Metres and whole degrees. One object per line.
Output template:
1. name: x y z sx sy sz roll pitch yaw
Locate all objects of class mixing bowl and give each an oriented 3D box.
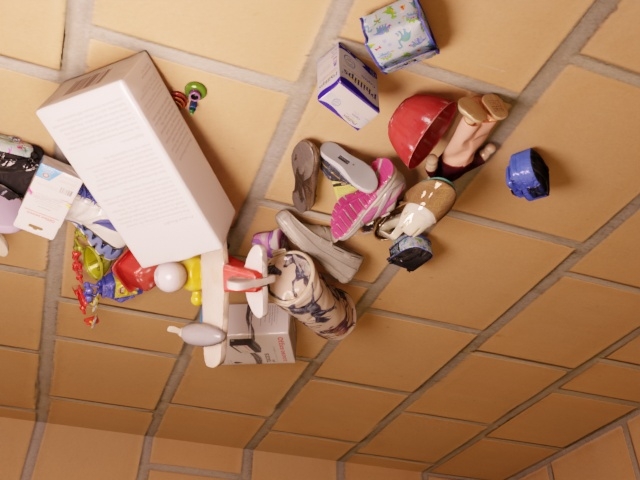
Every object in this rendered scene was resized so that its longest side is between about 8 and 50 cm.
1. mixing bowl: 0.218 -0.264 1.542 0.098 0.181 0.181 38 145 16

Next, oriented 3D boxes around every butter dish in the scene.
1. butter dish: -0.490 0.079 1.936 0.118 0.160 0.160 27 155 23

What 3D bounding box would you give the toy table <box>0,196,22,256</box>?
1. toy table: -0.925 -0.059 1.762 0.274 0.252 0.161 30 118 -22

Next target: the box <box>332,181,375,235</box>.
1. box: 0.092 -0.103 1.820 0.087 0.058 0.232 -8 142 10

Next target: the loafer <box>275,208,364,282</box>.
1. loafer: 0.000 0.000 1.937 0.111 0.112 0.319 -50 124 1

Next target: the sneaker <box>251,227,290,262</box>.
1. sneaker: -0.145 0.052 2.009 0.104 0.095 0.236 0 139 12

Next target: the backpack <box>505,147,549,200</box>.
1. backpack: 0.518 -0.165 1.703 0.101 0.098 0.120 -18 140 28

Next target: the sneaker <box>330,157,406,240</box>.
1. sneaker: 0.128 -0.087 1.710 0.111 0.103 0.252 21 124 -40

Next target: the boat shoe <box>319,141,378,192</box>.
1. boat shoe: 0.070 -0.165 1.673 0.065 0.183 0.083 -37 156 -21

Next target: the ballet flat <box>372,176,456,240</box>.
1. ballet flat: 0.224 -0.059 1.727 0.116 0.124 0.342 40 158 -12

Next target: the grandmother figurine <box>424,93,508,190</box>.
1. grandmother figurine: 0.336 -0.208 1.651 0.207 0.104 0.342 -3 148 -19

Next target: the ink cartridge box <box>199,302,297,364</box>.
1. ink cartridge box: -0.244 0.326 2.332 0.307 0.129 0.223 -3 142 4

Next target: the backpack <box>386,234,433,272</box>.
1. backpack: 0.266 0.026 1.967 0.105 0.084 0.114 23 142 -28

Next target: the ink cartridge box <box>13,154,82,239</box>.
1. ink cartridge box: -0.666 -0.104 1.654 0.104 0.062 0.181 24 109 -27

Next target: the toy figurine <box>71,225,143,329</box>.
1. toy figurine: -0.622 0.090 2.062 0.217 0.191 0.363 -15 145 -32

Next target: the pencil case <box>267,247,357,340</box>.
1. pencil case: -0.028 0.163 1.997 0.159 0.184 0.410 -30 149 8

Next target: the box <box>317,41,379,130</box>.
1. box: 0.060 -0.331 1.451 0.126 0.137 0.072 30 133 -34

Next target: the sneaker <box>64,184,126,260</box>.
1. sneaker: -0.585 -0.098 1.797 0.182 0.127 0.315 -29 130 15

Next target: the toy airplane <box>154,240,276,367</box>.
1. toy airplane: -0.303 0.097 1.812 0.272 0.386 0.384 -4 144 -33

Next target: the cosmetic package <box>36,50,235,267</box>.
1. cosmetic package: -0.404 -0.171 1.554 0.230 0.162 0.453 -13 124 18

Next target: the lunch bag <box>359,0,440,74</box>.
1. lunch bag: 0.167 -0.409 1.391 0.128 0.096 0.151 -17 154 18

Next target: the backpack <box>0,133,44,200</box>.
1. backpack: -0.790 -0.192 1.652 0.182 0.115 0.152 14 120 -37

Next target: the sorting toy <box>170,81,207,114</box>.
1. sorting toy: -0.306 -0.319 1.549 0.101 0.042 0.061 -18 139 22

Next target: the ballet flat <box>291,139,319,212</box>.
1. ballet flat: -0.031 -0.168 1.738 0.058 0.084 0.250 -31 149 -26
